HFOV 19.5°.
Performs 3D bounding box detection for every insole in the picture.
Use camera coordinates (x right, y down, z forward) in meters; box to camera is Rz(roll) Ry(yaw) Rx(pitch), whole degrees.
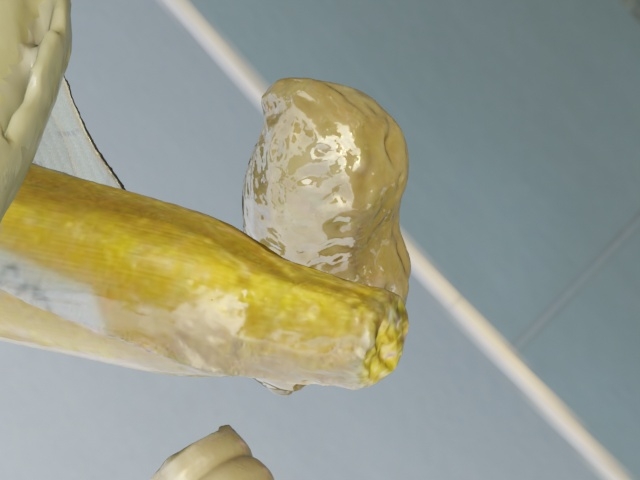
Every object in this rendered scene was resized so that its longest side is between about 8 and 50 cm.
[{"bbox_3d":[-0.230,-0.081,1.665,0.119,0.009,0.348,-5,114,39],"label":"insole"}]

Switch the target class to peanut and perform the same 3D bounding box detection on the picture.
[{"bbox_3d":[0.000,0.000,0.970,0.099,0.099,0.214,35,142,30],"label":"peanut"}]

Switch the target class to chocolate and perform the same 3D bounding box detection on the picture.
[{"bbox_3d":[-0.072,0.014,0.745,0.219,0.086,0.086,11,147,19],"label":"chocolate"}]

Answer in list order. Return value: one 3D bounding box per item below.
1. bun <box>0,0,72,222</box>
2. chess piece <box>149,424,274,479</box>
[{"bbox_3d":[-0.252,-0.048,0.488,0.364,0.364,0.202,43,139,10],"label":"bun"},{"bbox_3d":[-0.006,0.290,1.393,0.307,0.124,0.139,46,132,18],"label":"chess piece"}]
